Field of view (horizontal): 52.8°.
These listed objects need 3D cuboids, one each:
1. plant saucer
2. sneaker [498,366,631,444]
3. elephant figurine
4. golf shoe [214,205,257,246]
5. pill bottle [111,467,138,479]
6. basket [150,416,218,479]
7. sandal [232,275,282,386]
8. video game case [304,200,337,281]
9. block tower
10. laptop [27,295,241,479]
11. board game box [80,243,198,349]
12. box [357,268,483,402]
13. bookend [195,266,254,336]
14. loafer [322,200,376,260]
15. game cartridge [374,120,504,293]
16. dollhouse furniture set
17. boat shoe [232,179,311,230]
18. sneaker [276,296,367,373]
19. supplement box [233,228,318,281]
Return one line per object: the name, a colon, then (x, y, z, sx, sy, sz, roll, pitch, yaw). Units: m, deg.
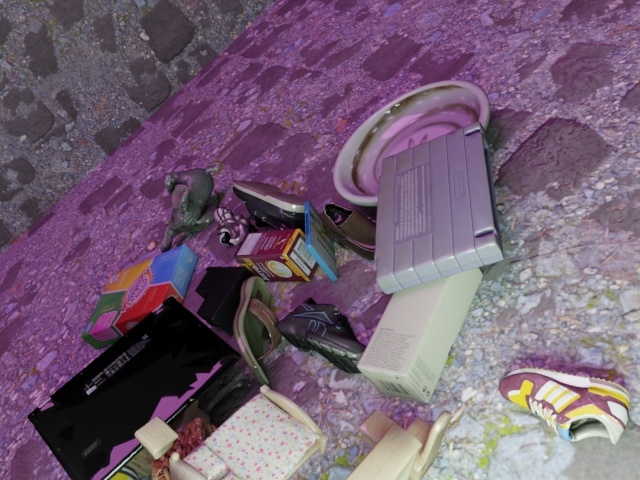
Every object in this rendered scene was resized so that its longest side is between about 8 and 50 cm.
plant saucer: (0.221, -0.208, 1.509, 0.400, 0.100, 0.400, -27, 35, 21)
sneaker: (0.329, 0.233, 0.903, 0.185, 0.069, 0.084, -5, 41, 43)
elephant figurine: (-0.404, -0.098, 1.990, 0.169, 0.186, 0.239, 4, 49, -11)
golf shoe: (-0.266, -0.038, 1.819, 0.094, 0.077, 0.198, -50, 33, -14)
pill bottle: (-0.420, 0.543, 1.255, 0.103, 0.103, 0.184, -28, 35, 18)
basket: (-0.198, 0.462, 1.027, 0.223, 0.213, 0.299, -42, 32, -4)
sandal: (-0.126, 0.177, 1.393, 0.086, 0.120, 0.303, -16, 37, 10)
video game case: (0.000, 0.000, 1.465, 0.015, 0.119, 0.166, -26, 35, 17)
block tower: (-0.381, 0.434, 1.359, 0.335, 0.097, 0.091, -26, 35, 23)
laptop: (-0.403, 0.339, 1.427, 0.382, 0.236, 0.408, -42, 49, -21)
board game box: (-0.513, 0.161, 1.840, 0.316, 0.064, 0.242, -21, 37, 27)
box: (0.181, 0.139, 1.142, 0.113, 0.094, 0.275, 2, 51, 45)
bookend: (-0.250, 0.146, 1.586, 0.156, 0.072, 0.157, -3, 48, 44)
loafer: (0.079, -0.023, 1.423, 0.220, 0.078, 0.080, 24, 67, 37)
game cartridge: (0.214, -0.067, 1.215, 0.230, 0.068, 0.355, -23, 37, 28)
dollhouse furniture set: (-0.038, 0.259, 0.926, 0.355, 0.174, 0.303, 31, 45, 26)
boat shoe: (-0.142, -0.084, 1.723, 0.340, 0.127, 0.113, 23, 111, 47)
sneaker: (0.015, 0.175, 1.262, 0.106, 0.101, 0.267, -50, 34, -19)
supplement box: (-0.102, 0.038, 1.537, 0.188, 0.104, 0.081, -4, 47, 43)
